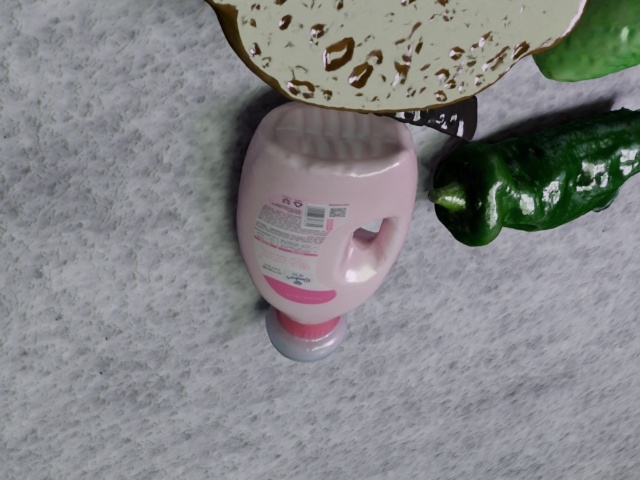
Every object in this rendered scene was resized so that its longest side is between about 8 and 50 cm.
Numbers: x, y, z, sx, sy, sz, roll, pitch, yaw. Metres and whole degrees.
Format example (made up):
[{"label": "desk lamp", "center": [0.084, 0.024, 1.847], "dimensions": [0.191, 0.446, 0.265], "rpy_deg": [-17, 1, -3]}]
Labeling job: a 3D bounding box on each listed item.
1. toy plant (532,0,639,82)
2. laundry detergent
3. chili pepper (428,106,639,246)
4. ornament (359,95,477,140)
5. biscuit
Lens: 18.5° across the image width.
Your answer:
[{"label": "toy plant", "center": [0.418, -0.237, 1.834], "dimensions": [0.356, 0.211, 0.317], "rpy_deg": [5, 133, -30]}, {"label": "laundry detergent", "center": [0.000, 0.000, 1.825], "dimensions": [0.159, 0.088, 0.335], "rpy_deg": [6, 146, -1]}, {"label": "chili pepper", "center": [0.209, -0.060, 1.965], "dimensions": [0.270, 0.099, 0.136], "rpy_deg": [-16, 168, -39]}, {"label": "ornament", "center": [0.110, -0.222, 1.670], "dimensions": [0.260, 0.106, 0.251], "rpy_deg": [-56, 151, 14]}, {"label": "biscuit", "center": [0.076, -0.275, 1.490], "dimensions": [0.359, 0.074, 0.381], "rpy_deg": [2, 114, -22]}]
